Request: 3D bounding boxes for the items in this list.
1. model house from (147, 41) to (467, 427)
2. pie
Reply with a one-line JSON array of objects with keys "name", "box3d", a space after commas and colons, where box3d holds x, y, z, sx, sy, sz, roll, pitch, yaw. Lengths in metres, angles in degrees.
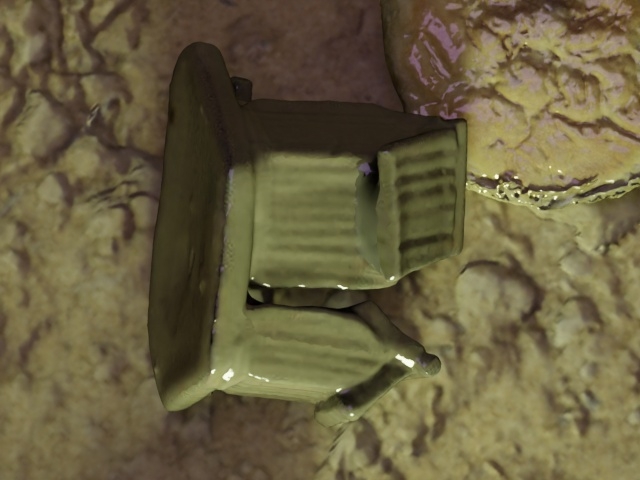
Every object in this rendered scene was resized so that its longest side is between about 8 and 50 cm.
[{"name": "model house", "box3d": [-0.004, 0.000, 1.110, 0.188, 0.122, 0.229, 4, 95, -9]}, {"name": "pie", "box3d": [0.134, -0.113, 1.152, 0.218, 0.052, 0.185, 39, 83, 6]}]
